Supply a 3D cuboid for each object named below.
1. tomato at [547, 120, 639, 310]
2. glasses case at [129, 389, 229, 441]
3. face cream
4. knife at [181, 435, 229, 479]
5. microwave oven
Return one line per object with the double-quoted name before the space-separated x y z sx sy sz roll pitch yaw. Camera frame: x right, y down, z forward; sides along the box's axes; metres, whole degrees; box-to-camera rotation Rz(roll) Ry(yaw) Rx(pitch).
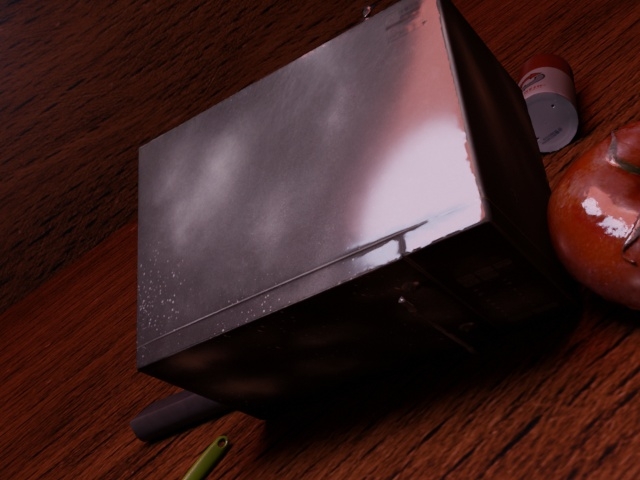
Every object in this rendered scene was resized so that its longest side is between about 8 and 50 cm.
"tomato" 0.340 -0.042 0.882 0.236 0.095 0.237 -10 42 9
"glasses case" -0.175 0.225 1.264 0.190 0.042 0.072 -25 12 24
"face cream" 0.357 -0.224 1.442 0.095 0.096 0.214 -25 19 24
"knife" -0.167 0.301 1.083 0.184 0.022 0.026 -48 -3 -37
"microwave oven" 0.022 -0.029 1.045 0.432 0.236 0.375 -23 55 26
